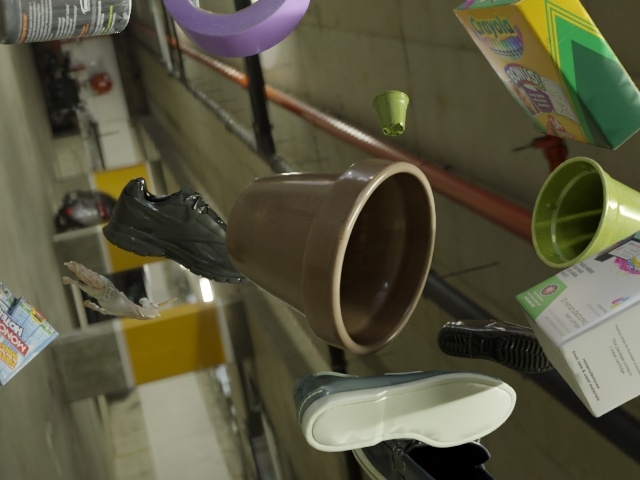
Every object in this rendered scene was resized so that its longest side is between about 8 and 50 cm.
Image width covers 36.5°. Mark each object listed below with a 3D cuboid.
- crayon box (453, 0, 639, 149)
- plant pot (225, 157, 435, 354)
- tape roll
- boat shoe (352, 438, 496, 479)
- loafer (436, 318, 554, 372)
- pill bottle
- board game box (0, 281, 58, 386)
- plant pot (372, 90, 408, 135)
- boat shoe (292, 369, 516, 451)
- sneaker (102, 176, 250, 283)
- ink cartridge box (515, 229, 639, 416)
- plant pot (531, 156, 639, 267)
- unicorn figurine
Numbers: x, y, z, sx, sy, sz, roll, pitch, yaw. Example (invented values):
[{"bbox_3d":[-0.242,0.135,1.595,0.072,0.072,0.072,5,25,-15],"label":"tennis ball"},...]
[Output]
[{"bbox_3d":[0.421,-0.337,1.813,0.313,0.106,0.363,50,0,-14],"label":"crayon box"},{"bbox_3d":[0.000,0.000,1.336,0.229,0.263,0.263,16,-52,32],"label":"plant pot"},{"bbox_3d":[-0.158,-0.487,1.825,0.090,0.274,0.275,49,22,-69],"label":"tape roll"},{"bbox_3d":[0.192,0.371,1.578,0.500,0.186,0.156,51,-54,57],"label":"boat shoe"},{"bbox_3d":[0.319,0.171,1.714,0.078,0.220,0.080,-63,162,-61],"label":"loafer"},{"bbox_3d":[-0.413,-0.356,1.417,0.130,0.245,0.131,28,-55,49],"label":"pill bottle"},{"bbox_3d":[-0.570,0.166,1.690,0.194,0.060,0.194,52,23,-24],"label":"board game box"},{"bbox_3d":[0.161,-0.281,2.186,0.083,0.083,0.079,97,-10,-60],"label":"plant pot"},{"bbox_3d":[0.114,0.211,1.311,0.099,0.319,0.116,-129,-137,-56],"label":"boat shoe"},{"bbox_3d":[-0.202,-0.015,1.569,0.109,0.286,0.130,-121,-129,-79],"label":"sneaker"},{"bbox_3d":[0.420,0.080,1.248,0.117,0.278,0.201,60,4,-14],"label":"ink cartridge box"},{"bbox_3d":[0.708,-0.041,2.391,0.276,0.253,0.276,-46,-143,50],"label":"plant pot"},{"bbox_3d":[-0.308,0.083,1.431,0.162,0.111,0.060,32,76,-63],"label":"unicorn figurine"}]
